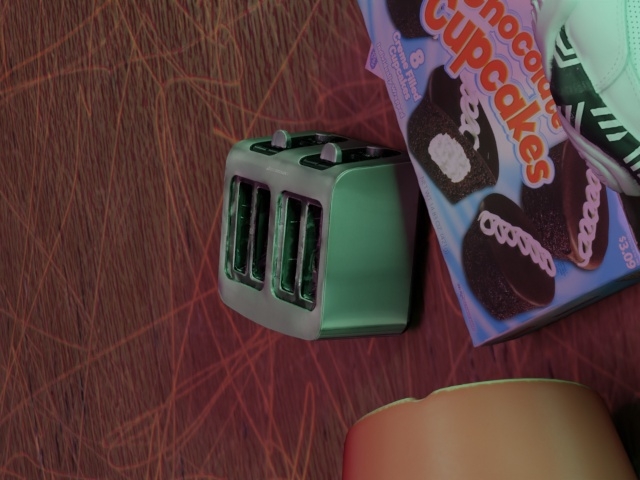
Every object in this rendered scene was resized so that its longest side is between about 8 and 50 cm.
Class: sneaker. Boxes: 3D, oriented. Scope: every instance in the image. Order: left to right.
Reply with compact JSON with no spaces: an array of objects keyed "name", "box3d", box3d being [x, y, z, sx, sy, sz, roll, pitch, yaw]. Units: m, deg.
[{"name":"sneaker","box3d":[0.283,-0.052,0.880,0.210,0.137,0.366,-13,121,51]}]

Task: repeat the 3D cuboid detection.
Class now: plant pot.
[{"name":"plant pot","box3d":[0.127,0.242,1.136,0.275,0.275,0.243,-36,55,49]}]

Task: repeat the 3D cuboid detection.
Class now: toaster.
[{"name":"toaster","box3d":[0.000,0.000,1.395,0.168,0.110,0.185,20,110,52]}]

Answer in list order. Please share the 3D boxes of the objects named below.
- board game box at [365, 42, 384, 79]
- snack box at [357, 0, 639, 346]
[{"name":"board game box","box3d":[0.080,-0.169,1.346,0.090,0.020,0.090,39,123,43]},{"name":"snack box","box3d":[0.142,-0.101,1.216,0.187,0.060,0.322,-32,71,48]}]
